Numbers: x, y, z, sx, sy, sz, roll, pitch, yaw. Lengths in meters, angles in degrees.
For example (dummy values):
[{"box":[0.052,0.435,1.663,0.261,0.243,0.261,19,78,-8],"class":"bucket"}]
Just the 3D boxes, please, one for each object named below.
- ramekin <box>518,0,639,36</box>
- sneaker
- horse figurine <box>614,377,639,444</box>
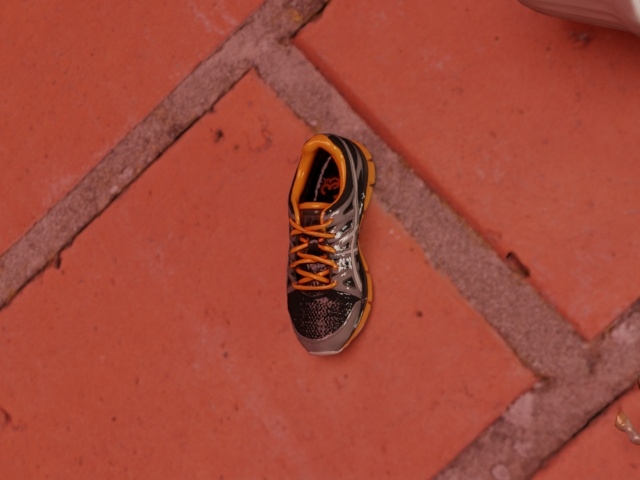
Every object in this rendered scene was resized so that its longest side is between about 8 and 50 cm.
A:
[{"box":[0.247,-0.310,0.976,0.135,0.277,0.277,14,81,33],"class":"ramekin"},{"box":[0.000,0.000,1.092,0.084,0.083,0.215,-3,76,20],"class":"sneaker"},{"box":[0.295,0.208,0.897,0.174,0.066,0.263,18,60,24],"class":"horse figurine"}]
